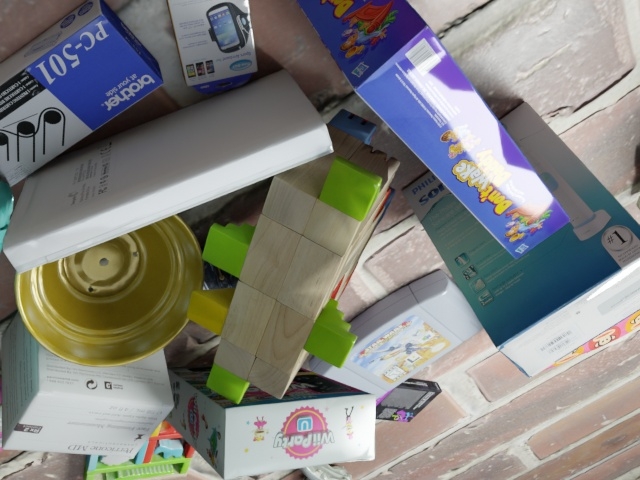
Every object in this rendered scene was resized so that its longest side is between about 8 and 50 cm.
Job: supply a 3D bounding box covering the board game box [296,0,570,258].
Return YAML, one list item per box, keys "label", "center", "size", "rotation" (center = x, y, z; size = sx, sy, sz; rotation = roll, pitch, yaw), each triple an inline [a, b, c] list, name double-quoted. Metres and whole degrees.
- label: "board game box"
  center: [0.119, -0.150, 0.733]
  size: [0.078, 0.233, 0.347]
  rotation: [-39, 136, 16]

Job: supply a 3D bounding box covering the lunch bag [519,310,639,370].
- label: "lunch bag"
  center: [0.437, 0.087, 1.178]
  size: [0.293, 0.120, 0.258]
  rotation: [-27, 134, 2]

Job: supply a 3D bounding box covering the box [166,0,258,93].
- label: "box"
  center: [-0.112, -0.219, 0.712]
  size: [0.081, 0.028, 0.136]
  rotation: [-15, 140, -11]

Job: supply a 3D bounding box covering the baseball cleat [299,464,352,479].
- label: "baseball cleat"
  center: [-0.013, 0.520, 1.489]
  size: [0.109, 0.072, 0.206]
  rotation: [-30, 135, 17]

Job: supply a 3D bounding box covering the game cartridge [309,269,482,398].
- label: "game cartridge"
  center: [0.136, 0.179, 1.219]
  size: [0.297, 0.062, 0.198]
  rotation: [-37, 141, 15]

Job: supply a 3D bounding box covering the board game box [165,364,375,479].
- label: "board game box"
  center: [-0.088, 0.254, 1.020]
  size: [0.224, 0.303, 0.098]
  rotation: [2, 90, -27]

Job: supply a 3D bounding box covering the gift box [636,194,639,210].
- label: "gift box"
  center: [0.662, -0.097, 1.017]
  size: [0.255, 0.258, 0.276]
  rotation: [-17, 146, -7]

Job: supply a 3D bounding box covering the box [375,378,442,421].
- label: "box"
  center: [0.156, 0.326, 1.397]
  size: [0.162, 0.029, 0.116]
  rotation: [17, 125, -35]

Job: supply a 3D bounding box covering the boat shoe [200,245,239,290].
- label: "boat shoe"
  center: [-0.126, 0.071, 0.974]
  size: [0.083, 0.065, 0.183]
  rotation: [-22, 138, 0]

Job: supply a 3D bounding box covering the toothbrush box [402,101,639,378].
- label: "toothbrush box"
  center: [0.274, -0.007, 0.906]
  size: [0.216, 0.295, 0.126]
  rotation: [-37, 138, 13]

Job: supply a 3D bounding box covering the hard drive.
- label: "hard drive"
  center: [-0.156, -0.083, 0.700]
  size: [0.307, 0.203, 0.040]
  rotation: [-21, 121, -3]

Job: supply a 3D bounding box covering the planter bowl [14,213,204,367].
- label: "planter bowl"
  center: [-0.259, 0.037, 0.837]
  size: [0.217, 0.090, 0.217]
  rotation: [-9, 111, -25]

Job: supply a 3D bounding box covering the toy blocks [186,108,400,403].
- label: "toy blocks"
  center: [0.000, 0.000, 0.837]
  size: [0.190, 0.261, 0.381]
  rotation: [28, 128, 7]

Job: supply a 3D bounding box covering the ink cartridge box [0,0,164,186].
- label: "ink cartridge box"
  center: [-0.274, -0.147, 0.695]
  size: [0.207, 0.046, 0.097]
  rotation: [-31, 138, 8]

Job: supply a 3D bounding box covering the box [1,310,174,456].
- label: "box"
  center: [-0.313, 0.175, 0.907]
  size: [0.181, 0.182, 0.119]
  rotation: [17, 124, -37]

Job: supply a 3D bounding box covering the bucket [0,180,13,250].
- label: "bucket"
  center: [-0.450, 0.015, 0.645]
  size: [0.281, 0.183, 0.281]
  rotation: [-7, 142, -5]

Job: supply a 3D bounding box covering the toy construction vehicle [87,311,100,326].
- label: "toy construction vehicle"
  center: [-0.296, 0.085, 0.894]
  size: [0.086, 0.098, 0.035]
  rotation: [-3, 139, -54]

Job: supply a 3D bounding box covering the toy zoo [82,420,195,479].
- label: "toy zoo"
  center: [-0.303, 0.339, 1.196]
  size: [0.192, 0.030, 0.293]
  rotation: [2, 132, -26]

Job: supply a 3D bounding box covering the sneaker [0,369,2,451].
- label: "sneaker"
  center: [-0.425, 0.241, 0.985]
  size: [0.252, 0.103, 0.111]
  rotation: [-11, 139, -15]
